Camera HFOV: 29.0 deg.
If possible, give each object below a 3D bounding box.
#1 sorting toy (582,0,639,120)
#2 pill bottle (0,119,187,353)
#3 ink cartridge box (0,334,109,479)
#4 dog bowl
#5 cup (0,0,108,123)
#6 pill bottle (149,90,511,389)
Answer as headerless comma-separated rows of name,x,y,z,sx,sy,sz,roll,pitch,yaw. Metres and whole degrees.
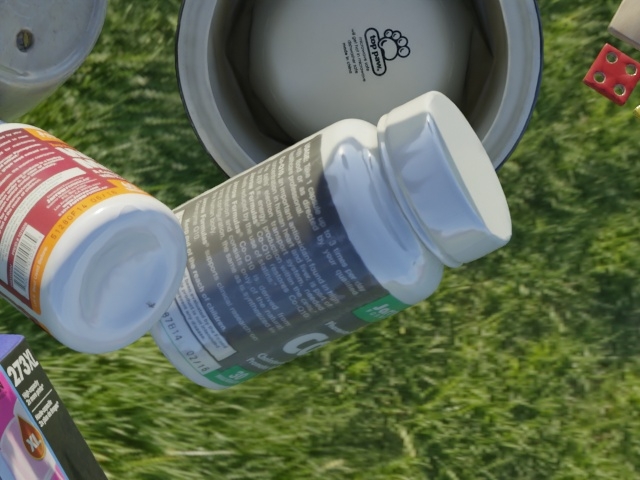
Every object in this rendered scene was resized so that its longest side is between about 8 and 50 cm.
sorting toy,0.364,-0.218,1.239,0.132,0.046,0.275,30,76,1
pill bottle,-0.211,-0.015,0.919,0.121,0.221,0.121,-29,133,-35
ink cartridge box,-0.354,0.239,1.455,0.069,0.176,0.371,-27,101,17
dog bowl,0.044,-0.221,1.431,0.407,0.150,0.408,1,105,3
cup,-0.317,-0.217,1.032,0.331,0.237,0.331,-18,113,-52
pill bottle,0.000,0.000,1.290,0.361,0.204,0.204,-26,95,22
